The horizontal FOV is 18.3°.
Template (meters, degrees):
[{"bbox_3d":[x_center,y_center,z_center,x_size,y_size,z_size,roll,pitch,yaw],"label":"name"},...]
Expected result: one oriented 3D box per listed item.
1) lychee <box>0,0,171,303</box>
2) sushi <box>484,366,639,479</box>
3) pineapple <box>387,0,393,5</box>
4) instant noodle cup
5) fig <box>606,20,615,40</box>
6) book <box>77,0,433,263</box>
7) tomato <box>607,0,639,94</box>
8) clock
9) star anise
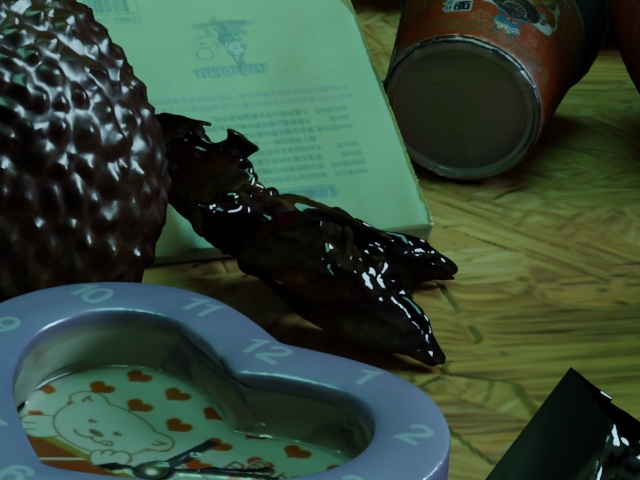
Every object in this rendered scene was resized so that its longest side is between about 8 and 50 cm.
[{"bbox_3d":[-0.156,-0.038,0.844,0.194,0.194,0.194,3,24,-1],"label":"lychee"},{"bbox_3d":[0.091,0.152,0.547,0.109,0.134,0.273,33,11,-10],"label":"sushi"},{"bbox_3d":[0.029,-0.263,1.430,0.165,0.166,0.364,-3,34,-15],"label":"pineapple"},{"bbox_3d":[0.090,-0.102,1.104,0.127,0.127,0.136,9,33,12],"label":"instant noodle cup"},{"bbox_3d":[0.263,-0.210,1.305,0.274,0.146,0.170,-2,26,13],"label":"fig"},{"bbox_3d":[-0.046,-0.073,1.021,0.168,0.013,0.192,-5,55,-19],"label":"book"},{"bbox_3d":[0.263,-0.138,1.103,0.208,0.208,0.184,14,-18,21],"label":"tomato"},{"bbox_3d":[-0.061,0.085,0.719,0.198,0.064,0.172,20,29,32],"label":"clock"},{"bbox_3d":[-0.002,0.004,0.902,0.157,0.053,0.212,29,5,-19],"label":"star anise"}]
